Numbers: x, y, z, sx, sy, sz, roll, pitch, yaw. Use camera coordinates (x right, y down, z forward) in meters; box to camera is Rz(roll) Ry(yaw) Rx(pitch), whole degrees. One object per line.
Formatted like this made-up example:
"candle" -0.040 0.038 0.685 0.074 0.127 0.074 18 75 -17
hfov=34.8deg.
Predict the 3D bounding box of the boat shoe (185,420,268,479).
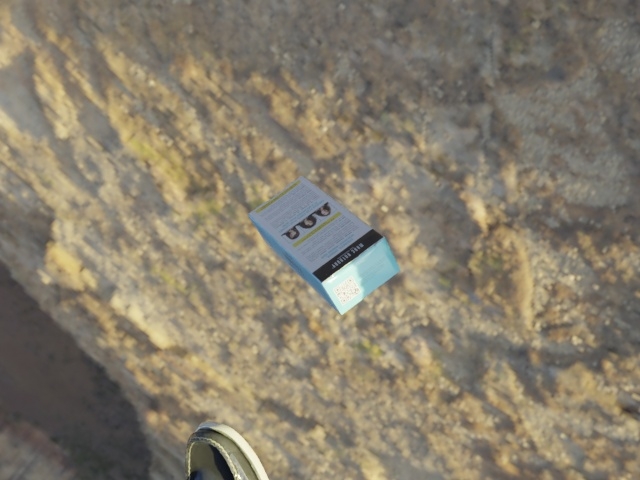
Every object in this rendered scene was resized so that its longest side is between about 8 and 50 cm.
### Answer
"boat shoe" -0.088 0.282 0.941 0.084 0.079 0.233 1 105 27

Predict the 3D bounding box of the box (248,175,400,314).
"box" 0.000 0.000 1.367 0.244 0.100 0.060 41 165 55
